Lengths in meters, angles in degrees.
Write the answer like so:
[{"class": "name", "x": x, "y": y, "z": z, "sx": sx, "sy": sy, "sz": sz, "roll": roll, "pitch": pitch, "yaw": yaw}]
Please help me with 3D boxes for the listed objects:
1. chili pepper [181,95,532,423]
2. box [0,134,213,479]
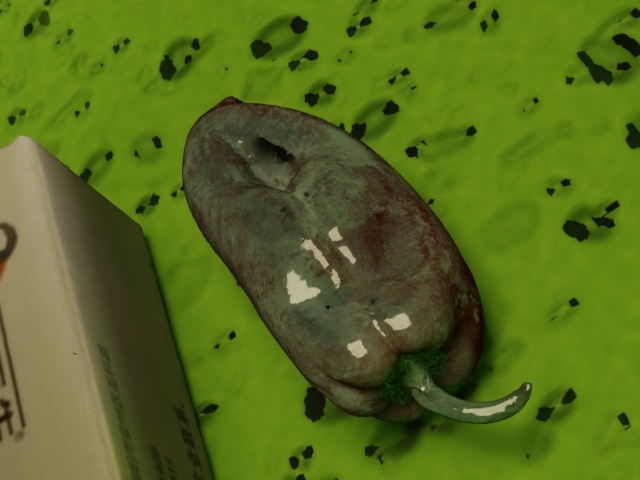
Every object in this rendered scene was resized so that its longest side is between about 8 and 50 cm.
[{"class": "chili pepper", "x": 0.000, "y": -0.001, "z": 0.495, "sx": 0.050, "sy": 0.041, "sz": 0.153, "roll": -10, "pitch": 43, "yaw": -26}, {"class": "box", "x": -0.107, "y": 0.162, "z": 0.447, "sx": 0.214, "sy": 0.069, "sz": 0.353, "roll": -30, "pitch": 52, "yaw": 13}]
